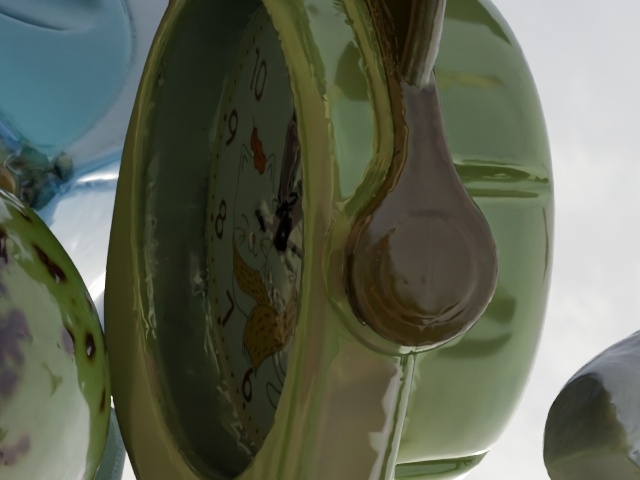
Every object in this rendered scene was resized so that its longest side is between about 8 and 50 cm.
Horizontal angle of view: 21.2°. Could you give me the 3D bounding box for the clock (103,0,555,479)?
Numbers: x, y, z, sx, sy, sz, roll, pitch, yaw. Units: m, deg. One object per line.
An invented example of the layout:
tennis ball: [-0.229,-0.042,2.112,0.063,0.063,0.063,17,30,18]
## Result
clock: [0.000,0.000,0.777,0.286,0.117,0.348,-119,-142,-50]

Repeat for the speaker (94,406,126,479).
speaker: [-0.301,0.341,1.531,0.183,0.406,0.184,14,-34,-10]

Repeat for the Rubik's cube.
Rubik's cube: [-0.287,-0.052,1.303,0.347,0.351,0.352,37,-58,15]

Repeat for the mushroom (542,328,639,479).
mushroom: [0.254,0.113,1.312,0.118,0.270,0.103,-13,-70,39]

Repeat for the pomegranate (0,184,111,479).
pomegranate: [-0.164,0.082,0.513,0.204,0.222,0.276,39,5,-29]
